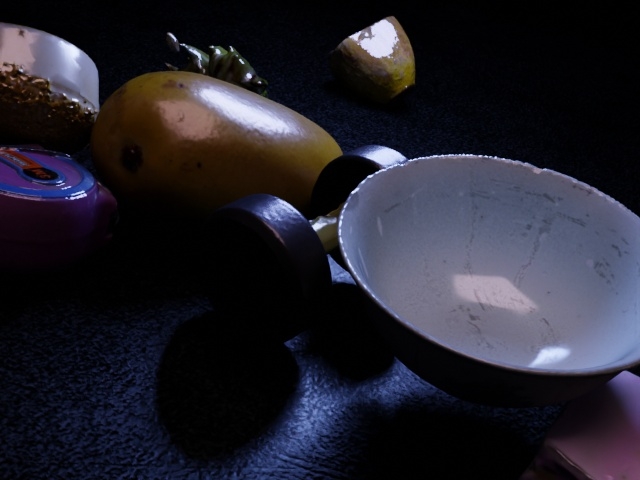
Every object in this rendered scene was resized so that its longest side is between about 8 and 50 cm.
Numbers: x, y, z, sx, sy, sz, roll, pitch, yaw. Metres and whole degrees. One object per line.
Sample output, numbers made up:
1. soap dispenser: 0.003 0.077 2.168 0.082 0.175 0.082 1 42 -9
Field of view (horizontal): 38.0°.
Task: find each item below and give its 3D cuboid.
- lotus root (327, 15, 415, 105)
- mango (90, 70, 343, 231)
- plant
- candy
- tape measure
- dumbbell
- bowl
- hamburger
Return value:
1. lotus root: 0.142 -0.401 2.213 0.188 0.199 0.180 -33 78 -7
2. mango: -0.150 -0.135 1.510 0.446 0.232 0.300 6 28 -37
3. plant: -0.148 -0.322 1.906 0.251 0.180 0.333 40 32 20
4. candy: 0.359 0.264 1.152 0.155 0.115 0.265 26 31 21
5. tape measure: -0.416 -0.044 1.313 0.231 0.149 0.245 30 25 30
6. dumbbell: 0.000 0.000 1.333 0.204 0.203 0.322 33 39 29
7. bowl: 0.222 0.083 1.205 0.435 0.196 0.435 6 38 -4
8. hamburger: -0.485 -0.220 1.471 0.276 0.179 0.294 3 -11 0
